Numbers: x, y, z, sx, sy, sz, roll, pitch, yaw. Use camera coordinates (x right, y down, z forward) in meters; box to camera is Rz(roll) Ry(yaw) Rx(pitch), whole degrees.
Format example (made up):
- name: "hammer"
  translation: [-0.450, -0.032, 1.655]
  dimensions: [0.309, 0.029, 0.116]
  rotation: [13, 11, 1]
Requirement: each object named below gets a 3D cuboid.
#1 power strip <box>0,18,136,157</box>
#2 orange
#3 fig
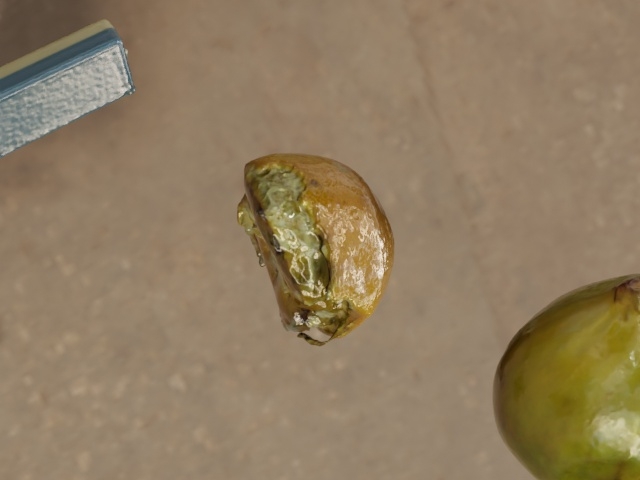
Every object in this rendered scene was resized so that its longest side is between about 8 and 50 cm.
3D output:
- name: "power strip"
  translation: [-0.191, -0.107, 1.380]
  dimensions: [0.032, 0.123, 0.056]
  rotation: [54, -15, 38]
- name: "orange"
  translation: [0.000, 0.000, 1.494]
  dimensions: [0.112, 0.170, 0.160]
  rotation: [-27, 116, -18]
- name: "fig"
  translation: [0.183, 0.092, 1.265]
  dimensions: [0.153, 0.136, 0.121]
  rotation: [-59, 151, -2]
